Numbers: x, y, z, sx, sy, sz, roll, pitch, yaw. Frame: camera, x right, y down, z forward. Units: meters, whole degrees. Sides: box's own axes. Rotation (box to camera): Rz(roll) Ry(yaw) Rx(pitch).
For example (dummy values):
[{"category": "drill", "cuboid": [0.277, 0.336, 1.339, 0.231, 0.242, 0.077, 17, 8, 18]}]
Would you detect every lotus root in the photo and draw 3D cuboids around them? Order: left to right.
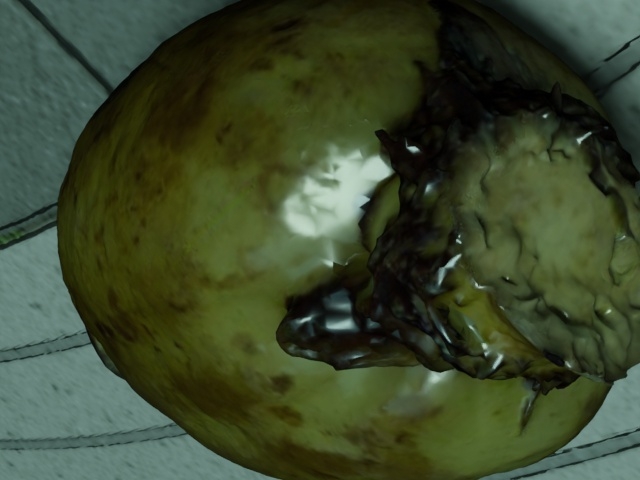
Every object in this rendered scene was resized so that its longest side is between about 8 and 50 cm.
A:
[{"category": "lotus root", "cuboid": [0.000, 0.000, 0.590, 0.169, 0.141, 0.314, 51, 152, -17]}]
